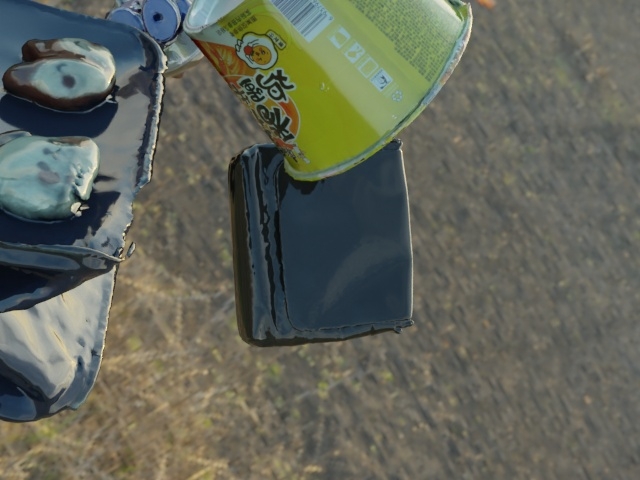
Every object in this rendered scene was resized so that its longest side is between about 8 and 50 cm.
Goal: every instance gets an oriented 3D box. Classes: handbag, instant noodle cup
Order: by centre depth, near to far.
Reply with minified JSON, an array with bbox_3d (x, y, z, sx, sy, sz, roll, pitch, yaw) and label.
[{"bbox_3d":[-0.256,-0.066,0.685,0.329,0.122,0.303,19,29,-13],"label":"handbag"},{"bbox_3d":[-0.005,-0.219,1.275,0.200,0.264,0.264,43,32,-24],"label":"instant noodle cup"},{"bbox_3d":[0.000,0.000,1.485,0.223,0.080,0.247,-4,91,-19],"label":"handbag"}]

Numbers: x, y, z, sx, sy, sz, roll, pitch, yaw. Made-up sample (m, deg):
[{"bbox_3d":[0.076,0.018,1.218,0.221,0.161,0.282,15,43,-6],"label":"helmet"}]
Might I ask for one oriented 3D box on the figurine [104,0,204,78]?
[{"bbox_3d":[-0.215,-0.261,1.522,0.133,0.194,0.274,66,23,-4],"label":"figurine"}]
